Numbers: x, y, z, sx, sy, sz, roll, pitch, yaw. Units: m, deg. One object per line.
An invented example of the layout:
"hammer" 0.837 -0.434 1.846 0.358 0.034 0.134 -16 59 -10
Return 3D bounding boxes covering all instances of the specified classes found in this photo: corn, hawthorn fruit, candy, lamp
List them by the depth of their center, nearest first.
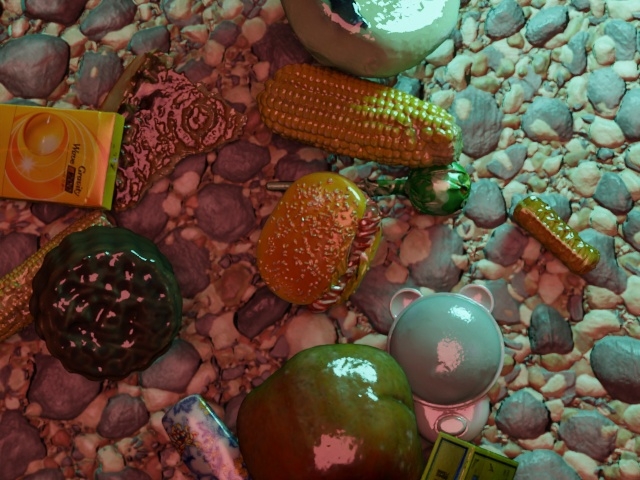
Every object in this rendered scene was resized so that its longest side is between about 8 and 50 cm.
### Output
"hawthorn fruit" 0.026 0.308 1.784 0.268 0.268 0.301 -14 59 0
"lamp" 0.190 0.190 1.883 0.179 0.108 0.246 -4 83 5
"corn" 0.050 -0.189 1.902 0.347 0.130 0.130 17 83 20
"corn" -0.436 0.062 1.930 0.288 0.086 0.086 -40 83 -4
"candy" 0.073 -0.083 1.946 0.323 0.097 0.097 0 83 10

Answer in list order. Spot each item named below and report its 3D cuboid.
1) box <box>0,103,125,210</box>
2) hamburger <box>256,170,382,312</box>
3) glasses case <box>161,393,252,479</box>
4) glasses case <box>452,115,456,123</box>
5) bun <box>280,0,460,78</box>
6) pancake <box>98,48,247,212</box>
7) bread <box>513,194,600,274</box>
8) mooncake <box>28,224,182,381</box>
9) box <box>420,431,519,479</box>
"box" -0.446 -0.134 1.948 0.269 0.043 0.152 5 84 17
"hamburger" 0.000 0.000 1.894 0.173 0.116 0.210 32 103 6
"glasses case" -0.148 0.348 1.893 0.087 0.065 0.248 -38 84 -1
"glasses case" 0.173 -0.192 1.969 0.083 0.032 0.021 5 86 2
"bun" 0.061 -0.362 1.923 0.293 0.187 0.293 9 61 -17
"pancake" -0.241 -0.170 1.980 0.244 0.057 0.266 4 87 -6
"bread" 0.367 -0.008 1.933 0.157 0.044 0.052 43 83 6
"mooncake" -0.320 0.097 1.871 0.228 0.124 0.228 -4 105 -17
"box" 0.209 0.365 1.803 0.064 0.220 0.141 19 84 28
